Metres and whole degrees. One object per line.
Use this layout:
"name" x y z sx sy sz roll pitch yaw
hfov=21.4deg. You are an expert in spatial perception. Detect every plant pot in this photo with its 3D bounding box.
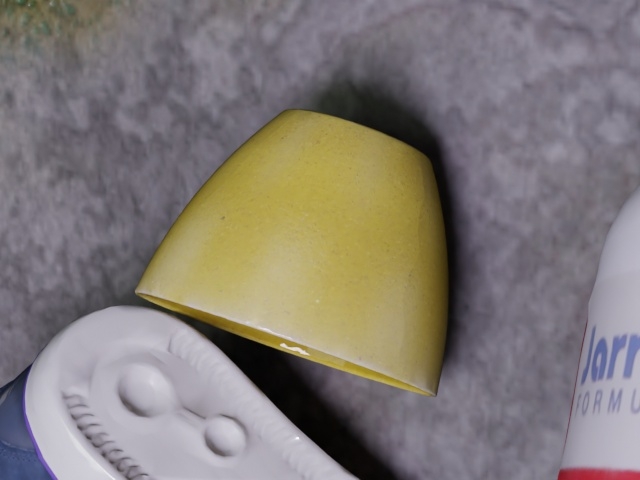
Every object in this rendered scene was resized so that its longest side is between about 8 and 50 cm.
"plant pot" 0.000 0.000 0.716 0.134 0.134 0.095 15 83 35

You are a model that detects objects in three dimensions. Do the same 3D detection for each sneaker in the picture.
"sneaker" -0.051 0.197 0.800 0.323 0.130 0.236 48 141 6

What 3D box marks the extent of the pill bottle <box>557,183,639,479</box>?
"pill bottle" 0.172 0.107 0.449 0.229 0.229 0.407 4 78 37
